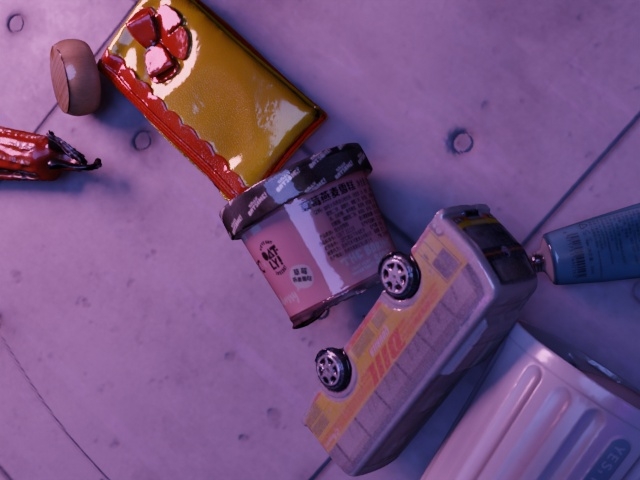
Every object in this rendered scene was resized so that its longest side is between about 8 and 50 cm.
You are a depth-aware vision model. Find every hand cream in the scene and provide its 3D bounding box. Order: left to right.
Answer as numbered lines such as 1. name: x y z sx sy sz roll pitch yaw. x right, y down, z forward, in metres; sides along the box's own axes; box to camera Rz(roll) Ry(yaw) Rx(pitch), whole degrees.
1. hand cream: 0.301 -0.004 0.784 0.224 0.048 0.083 -12 83 9

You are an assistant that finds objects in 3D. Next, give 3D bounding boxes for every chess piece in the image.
1. chess piece: -0.268 -0.178 0.935 0.038 0.084 0.083 -14 80 -25

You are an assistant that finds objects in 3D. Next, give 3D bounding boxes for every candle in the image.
1. candle: -0.382 -0.098 0.974 0.302 0.059 0.084 9 100 18

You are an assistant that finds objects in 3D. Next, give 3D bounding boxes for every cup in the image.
1. cup: 0.207 0.207 0.728 0.221 0.167 0.202 35 98 18

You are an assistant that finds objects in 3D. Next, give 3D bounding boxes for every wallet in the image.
1. wallet: -0.124 -0.159 0.900 0.241 0.067 0.141 43 100 14

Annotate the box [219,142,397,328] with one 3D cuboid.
1. box: 0.000 0.000 0.815 0.151 0.151 0.135 -28 88 12

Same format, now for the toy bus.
1. toy bus: 0.081 0.093 0.757 0.106 0.092 0.268 49 125 27
